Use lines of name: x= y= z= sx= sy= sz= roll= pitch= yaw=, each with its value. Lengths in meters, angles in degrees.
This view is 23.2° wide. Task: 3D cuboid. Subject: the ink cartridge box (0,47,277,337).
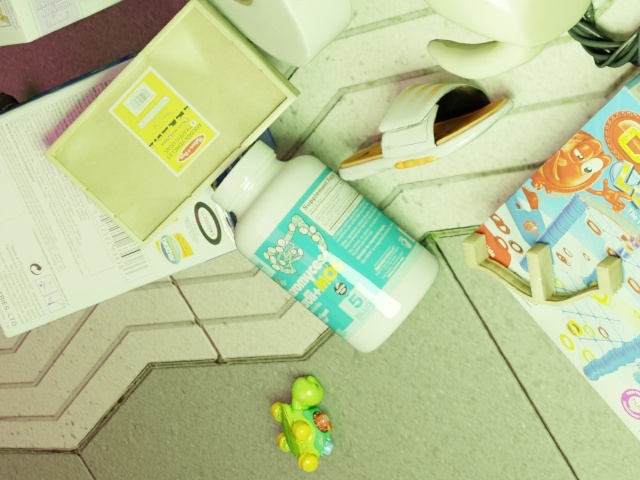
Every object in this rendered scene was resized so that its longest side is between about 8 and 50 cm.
ink cartridge box: x=-0.257 y=-0.076 z=1.944 sx=0.395 sy=0.151 sz=0.270 roll=-21 pitch=102 yaw=13

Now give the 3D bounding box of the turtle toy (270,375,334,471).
turtle toy: x=-0.020 y=0.246 z=2.112 sx=0.095 sy=0.066 sz=0.130 roll=34 pitch=138 yaw=58

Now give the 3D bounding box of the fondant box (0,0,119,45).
fondant box: x=-0.392 y=-0.318 z=1.965 sx=0.330 sy=0.238 sz=0.096 roll=-1 pitch=115 yaw=45

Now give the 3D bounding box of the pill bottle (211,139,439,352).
pill bottle: x=0.000 y=0.000 z=1.833 sx=0.264 sy=0.146 sz=0.146 roll=40 pitch=139 yaw=-1

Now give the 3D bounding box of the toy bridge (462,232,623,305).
toy bridge: x=0.230 y=0.035 z=1.627 sx=0.188 sy=0.026 sz=0.063 roll=11 pitch=124 yaw=40

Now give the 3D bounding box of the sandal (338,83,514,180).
sandal: x=0.096 y=-0.128 z=1.725 sx=0.265 sy=0.102 sz=0.076 roll=-15 pitch=107 yaw=50

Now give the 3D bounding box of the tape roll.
tape roll: x=-0.123 y=-0.351 z=1.659 sx=0.392 sy=0.072 sz=0.392 roll=46 pitch=173 yaw=7

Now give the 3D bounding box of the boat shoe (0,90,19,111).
boat shoe: x=-0.439 y=-0.074 z=2.286 sx=0.095 sy=0.112 sz=0.335 roll=23 pitch=136 yaw=16

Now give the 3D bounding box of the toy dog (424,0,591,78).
toy dog: x=0.111 y=-0.390 z=1.434 sx=0.408 sy=0.284 sz=0.395 roll=42 pitch=148 yaw=23

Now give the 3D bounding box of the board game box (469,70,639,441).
board game box: x=0.345 y=0.022 z=1.594 sx=0.308 sy=0.086 sz=0.302 roll=49 pitch=140 yaw=7

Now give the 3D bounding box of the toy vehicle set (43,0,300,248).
toy vehicle set: x=-0.176 y=-0.137 z=1.825 sx=0.267 sy=0.035 sz=0.166 roll=-43 pitch=97 yaw=15

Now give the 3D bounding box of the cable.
cable: x=0.277 y=-0.251 z=1.508 sx=0.150 sy=0.047 sz=0.184 roll=32 pitch=135 yaw=26
